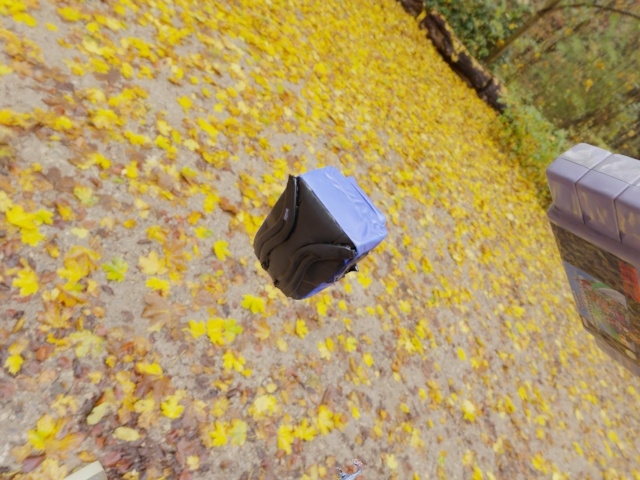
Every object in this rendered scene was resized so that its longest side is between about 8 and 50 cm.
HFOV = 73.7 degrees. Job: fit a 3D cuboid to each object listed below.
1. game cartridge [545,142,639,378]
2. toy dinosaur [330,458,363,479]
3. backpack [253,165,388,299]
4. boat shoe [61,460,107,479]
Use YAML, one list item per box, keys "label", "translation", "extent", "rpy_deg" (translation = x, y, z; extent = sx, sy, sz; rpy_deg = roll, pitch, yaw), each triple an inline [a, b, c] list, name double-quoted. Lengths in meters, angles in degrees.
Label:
- label: "game cartridge"
  translation: [0.350, 0.079, 0.415]
  extent: [0.355, 0.068, 0.230]
  rpy_deg: [50, -3, -36]
- label: "toy dinosaur"
  translation: [0.036, 0.414, 0.739]
  extent: [0.082, 0.090, 0.047]
  rpy_deg: [-21, 71, -35]
- label: "backpack"
  translation: [0.000, 0.000, 0.425]
  extent: [0.101, 0.120, 0.098]
  rpy_deg: [-18, 68, -48]
- label: "boat shoe"
  translation: [-0.268, 0.294, 0.352]
  extent: [0.103, 0.113, 0.302]
  rpy_deg: [55, 5, 10]
